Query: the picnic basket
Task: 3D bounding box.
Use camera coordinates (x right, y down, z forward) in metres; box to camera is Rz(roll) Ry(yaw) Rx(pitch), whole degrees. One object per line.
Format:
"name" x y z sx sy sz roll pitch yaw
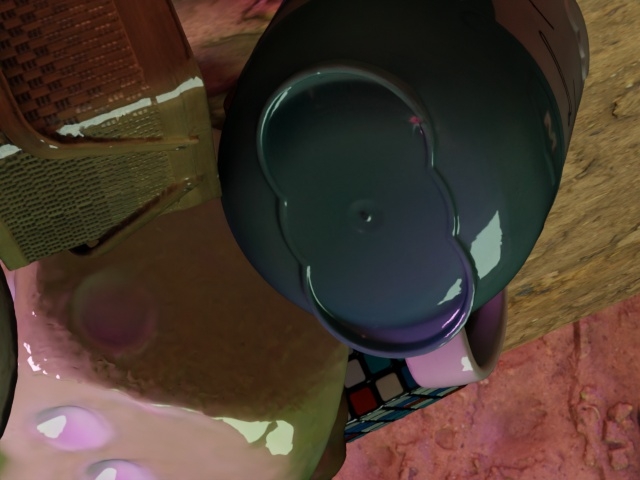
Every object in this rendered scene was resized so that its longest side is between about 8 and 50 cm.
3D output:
"picnic basket" -0.151 -0.095 1.104 0.139 0.165 0.267 -21 167 -5

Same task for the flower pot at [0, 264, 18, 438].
"flower pot" -0.325 0.020 1.014 0.293 0.293 0.330 -22 162 -8

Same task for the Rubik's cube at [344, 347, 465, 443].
"Rubik's cube" 0.046 0.128 2.349 0.182 0.187 0.184 -28 170 14

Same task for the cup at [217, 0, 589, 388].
"cup" 0.062 -0.045 1.285 0.219 0.290 0.257 -9 -154 18

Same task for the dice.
"dice" -0.129 0.072 1.456 0.250 0.254 0.252 12 146 -18

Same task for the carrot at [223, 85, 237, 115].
"carrot" 0.013 -0.134 1.538 0.191 0.047 0.047 -26 168 -10

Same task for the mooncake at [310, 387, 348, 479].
"mooncake" -0.099 0.160 1.982 0.161 0.290 0.290 -16 165 -42
